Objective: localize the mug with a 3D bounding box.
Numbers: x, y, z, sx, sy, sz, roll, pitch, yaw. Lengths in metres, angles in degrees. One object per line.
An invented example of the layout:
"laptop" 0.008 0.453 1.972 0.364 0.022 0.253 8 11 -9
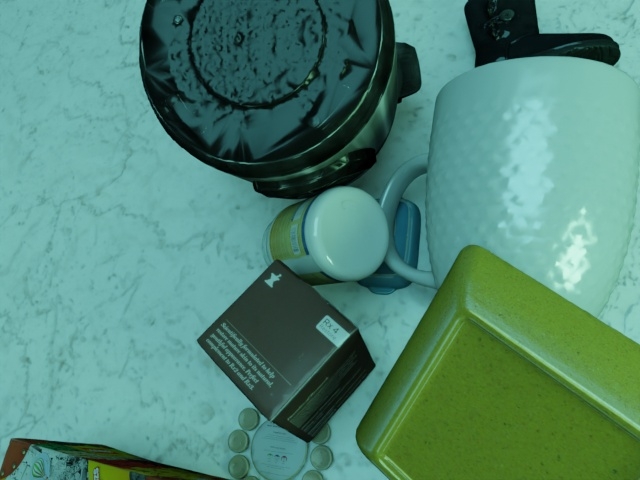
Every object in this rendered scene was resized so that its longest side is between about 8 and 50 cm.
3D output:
"mug" 0.246 -0.039 0.753 0.373 0.276 0.329 1 78 38

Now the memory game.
"memory game" -0.067 0.337 0.833 0.186 0.012 0.186 -8 66 17

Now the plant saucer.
"plant saucer" 0.209 0.226 0.572 0.332 0.081 0.333 36 111 29

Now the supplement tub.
"supplement tub" 0.000 0.000 0.835 0.199 0.144 0.145 -14 56 58

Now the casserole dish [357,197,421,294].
"casserole dish" 0.114 0.000 0.901 0.114 0.037 0.189 2 69 20

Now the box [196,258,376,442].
"box" -0.041 0.172 0.778 0.167 0.203 0.168 -45 60 -11

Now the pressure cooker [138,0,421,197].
"pressure cooker" -0.045 -0.265 0.863 0.369 0.420 0.376 33 95 7

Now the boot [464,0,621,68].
"boot" 0.390 -0.385 0.934 0.246 0.094 0.207 -6 70 23

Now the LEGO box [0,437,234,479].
"LEGO box" -0.313 0.558 0.687 0.372 0.193 0.501 -3 67 30
